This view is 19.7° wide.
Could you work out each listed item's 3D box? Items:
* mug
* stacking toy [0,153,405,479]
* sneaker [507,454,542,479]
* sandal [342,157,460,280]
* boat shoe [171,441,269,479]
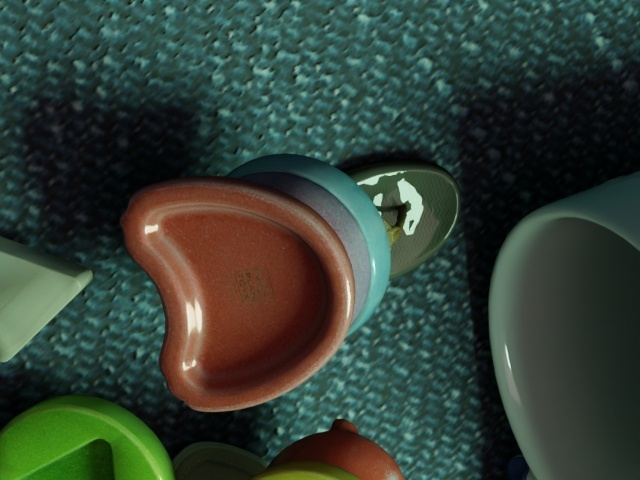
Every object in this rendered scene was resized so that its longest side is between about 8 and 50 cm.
[{"bbox_3d":[0.355,0.077,1.271,0.328,0.374,0.276,-19,120,-26],"label":"mug"},{"bbox_3d":[-0.076,0.091,1.217,0.279,0.130,0.309,0,108,18],"label":"stacking toy"},{"bbox_3d":[0.132,0.296,1.415,0.131,0.112,0.296,28,94,-13],"label":"sneaker"},{"bbox_3d":[0.000,0.000,1.254,0.219,0.060,0.090,-7,111,-23],"label":"sandal"},{"bbox_3d":[-0.035,0.201,1.311,0.170,0.059,0.063,37,91,-30],"label":"boat shoe"}]
